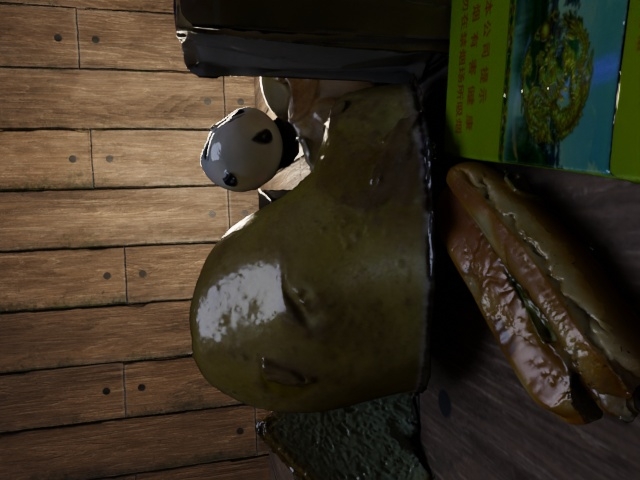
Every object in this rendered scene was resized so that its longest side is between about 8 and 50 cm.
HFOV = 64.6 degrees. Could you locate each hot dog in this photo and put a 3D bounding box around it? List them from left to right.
[{"bbox_3d":[0.169,0.023,0.418,0.109,0.072,0.270,103,158,-45],"label":"hot dog"}]

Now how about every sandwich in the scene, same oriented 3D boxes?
[{"bbox_3d":[0.079,0.260,0.759,0.254,0.288,0.100,37,159,11],"label":"sandwich"}]

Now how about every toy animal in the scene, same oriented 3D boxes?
[{"bbox_3d":[-0.123,-0.161,0.862,0.166,0.138,0.179,-54,0,9],"label":"toy animal"}]

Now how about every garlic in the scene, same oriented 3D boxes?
[{"bbox_3d":[0.017,-0.224,0.828,0.281,0.184,0.203,61,179,19],"label":"garlic"}]

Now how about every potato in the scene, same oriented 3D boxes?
[{"bbox_3d":[-0.019,0.012,0.615,0.290,0.295,0.398,-71,-22,-80],"label":"potato"}]

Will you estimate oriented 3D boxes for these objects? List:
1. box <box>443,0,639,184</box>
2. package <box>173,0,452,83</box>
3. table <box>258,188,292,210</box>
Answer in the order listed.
[{"bbox_3d":[0.178,-0.144,0.360,0.335,0.047,0.187,-130,39,-74],"label":"box"},{"bbox_3d":[0.005,-0.273,0.536,0.165,0.310,0.222,-117,29,-64],"label":"package"},{"bbox_3d":[0.000,0.000,0.868,0.172,0.192,0.169,-139,48,-72],"label":"table"}]
